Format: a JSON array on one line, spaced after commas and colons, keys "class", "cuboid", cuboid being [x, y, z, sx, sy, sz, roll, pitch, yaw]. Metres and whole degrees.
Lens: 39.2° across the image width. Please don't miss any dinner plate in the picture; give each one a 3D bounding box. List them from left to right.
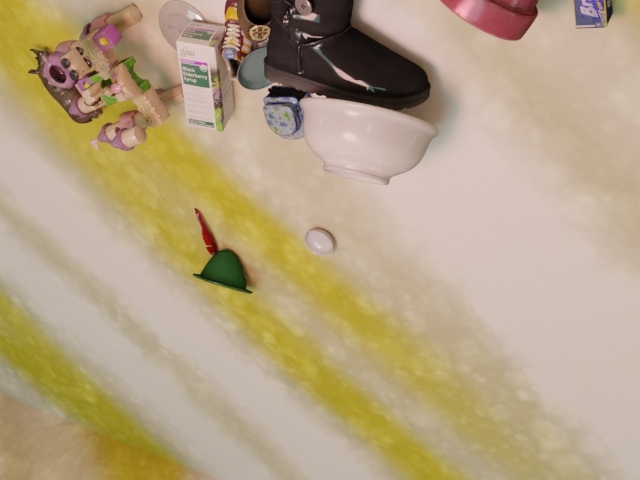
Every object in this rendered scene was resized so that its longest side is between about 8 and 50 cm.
[{"class": "dinner plate", "cuboid": [-0.316, -0.485, 2.068, 0.141, 0.017, 0.141, 19, 136, 19]}]

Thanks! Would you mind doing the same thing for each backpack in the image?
[{"class": "backpack", "cuboid": [-0.073, -0.285, 2.048, 0.105, 0.084, 0.114, 5, 134, 32]}]

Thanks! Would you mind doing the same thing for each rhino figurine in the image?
[{"class": "rhino figurine", "cuboid": [-0.668, -0.401, 2.329, 0.243, 0.073, 0.106, 47, 134, -12]}]

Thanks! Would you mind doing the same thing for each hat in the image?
[{"class": "hat", "cuboid": [-0.255, 0.036, 2.513, 0.172, 0.184, 0.208, 16, 178, 29]}]

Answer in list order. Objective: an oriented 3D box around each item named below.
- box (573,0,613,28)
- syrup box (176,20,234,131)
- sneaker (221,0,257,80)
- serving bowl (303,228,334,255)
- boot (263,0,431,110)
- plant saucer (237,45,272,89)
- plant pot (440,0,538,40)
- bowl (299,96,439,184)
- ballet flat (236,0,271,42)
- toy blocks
[{"class": "box", "cuboid": [0.470, -0.456, 1.561, 0.059, 0.054, 0.169, 5, 132, 29]}, {"class": "syrup box", "cuboid": [-0.261, -0.375, 2.062, 0.093, 0.096, 0.237, 11, 137, 10]}, {"class": "sneaker", "cuboid": [-0.183, -0.441, 1.971, 0.069, 0.084, 0.186, 12, 134, 23]}, {"class": "serving bowl", "cuboid": [0.000, 0.000, 2.311, 0.083, 0.027, 0.083, 18, 136, 18]}, {"class": "boot", "cuboid": [0.055, -0.495, 1.745, 0.366, 0.146, 0.445, 13, 127, 13]}, {"class": "plant saucer", "cuboid": [-0.134, -0.386, 1.989, 0.021, 0.119, 0.119, 59, 150, 31]}, {"class": "plant pot", "cuboid": [0.315, -0.477, 1.553, 0.201, 0.201, 0.180, 33, 123, 1]}, {"class": "bowl", "cuboid": [0.087, -0.196, 1.866, 0.297, 0.298, 0.134, 14, 91, 22]}, {"class": "ballet flat", "cuboid": [-0.126, -0.516, 1.865, 0.084, 0.058, 0.250, -10, 135, -19]}, {"class": "toy blocks", "cuboid": [-0.525, -0.347, 2.108, 0.260, 0.309, 0.289, -14, 120, 33]}]
